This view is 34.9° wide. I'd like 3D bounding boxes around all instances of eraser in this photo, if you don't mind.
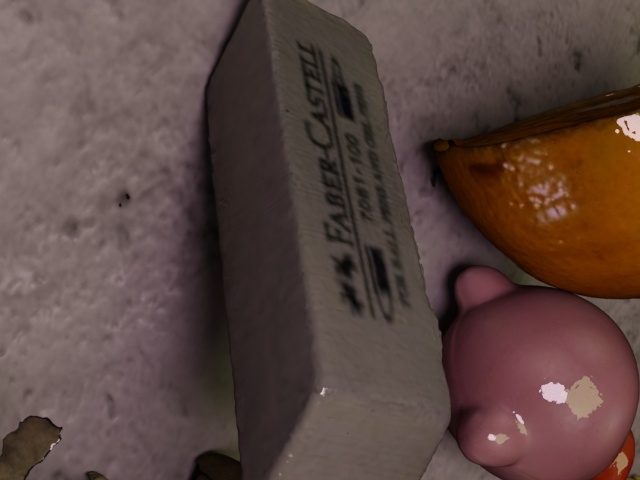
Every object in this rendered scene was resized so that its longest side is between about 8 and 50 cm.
[{"bbox_3d":[0.001,0.000,0.643,0.111,0.077,0.352,22,48,-40],"label":"eraser"}]

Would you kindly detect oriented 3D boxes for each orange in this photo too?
[{"bbox_3d":[0.244,-0.077,0.803,0.310,0.274,0.274,21,84,-41],"label":"orange"}]

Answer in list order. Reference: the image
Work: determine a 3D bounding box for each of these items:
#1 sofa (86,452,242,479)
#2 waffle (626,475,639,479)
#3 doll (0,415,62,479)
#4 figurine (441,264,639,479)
[{"bbox_3d":[-0.057,0.285,0.651,0.182,0.200,0.258,16,86,-38],"label":"sofa"},{"bbox_3d":[0.328,0.340,1.081,0.191,0.038,0.191,-8,103,-39],"label":"waffle"},{"bbox_3d":[-0.144,0.182,0.523,0.091,0.286,0.202,-29,105,-71],"label":"doll"},{"bbox_3d":[0.173,0.118,0.833,0.173,0.173,0.173,-8,102,-39],"label":"figurine"}]
